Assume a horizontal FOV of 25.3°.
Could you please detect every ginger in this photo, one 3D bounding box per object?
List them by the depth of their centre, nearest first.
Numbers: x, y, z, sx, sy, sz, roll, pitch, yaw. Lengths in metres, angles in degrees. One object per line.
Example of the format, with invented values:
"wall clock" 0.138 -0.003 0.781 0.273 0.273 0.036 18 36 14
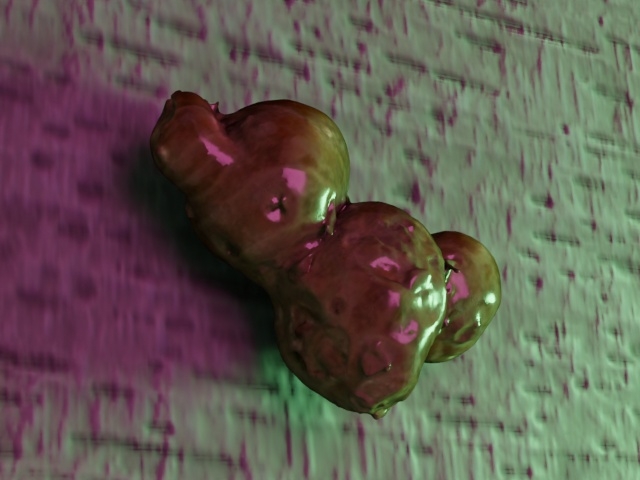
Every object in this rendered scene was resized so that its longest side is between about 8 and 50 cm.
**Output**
"ginger" 0.000 0.000 1.295 0.375 0.176 0.256 42 37 -11
